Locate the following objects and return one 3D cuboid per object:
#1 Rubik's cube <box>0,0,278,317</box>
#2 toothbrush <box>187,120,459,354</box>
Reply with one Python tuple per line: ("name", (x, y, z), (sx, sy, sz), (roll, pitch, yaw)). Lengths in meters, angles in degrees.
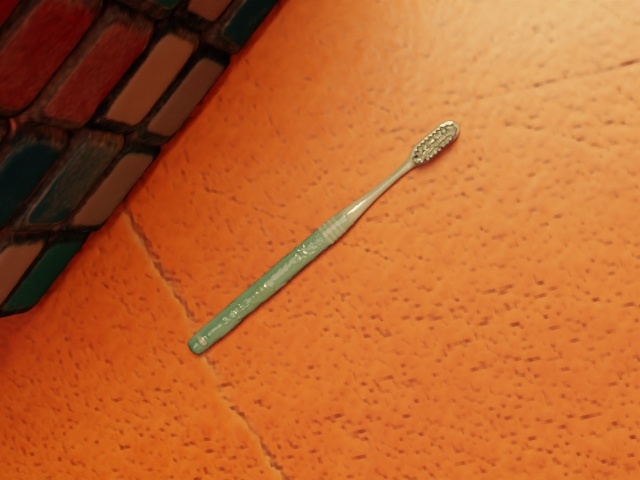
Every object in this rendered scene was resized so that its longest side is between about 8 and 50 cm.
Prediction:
("Rubik's cube", (-0.187, -0.151, 0.459), (0.293, 0.292, 0.287), (40, 97, 9))
("toothbrush", (0.000, 0.000, 0.564), (0.167, 0.014, 0.011), (-40, 93, 9))
